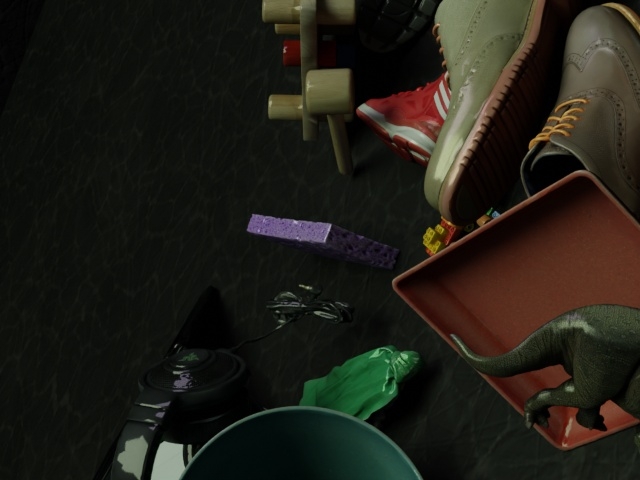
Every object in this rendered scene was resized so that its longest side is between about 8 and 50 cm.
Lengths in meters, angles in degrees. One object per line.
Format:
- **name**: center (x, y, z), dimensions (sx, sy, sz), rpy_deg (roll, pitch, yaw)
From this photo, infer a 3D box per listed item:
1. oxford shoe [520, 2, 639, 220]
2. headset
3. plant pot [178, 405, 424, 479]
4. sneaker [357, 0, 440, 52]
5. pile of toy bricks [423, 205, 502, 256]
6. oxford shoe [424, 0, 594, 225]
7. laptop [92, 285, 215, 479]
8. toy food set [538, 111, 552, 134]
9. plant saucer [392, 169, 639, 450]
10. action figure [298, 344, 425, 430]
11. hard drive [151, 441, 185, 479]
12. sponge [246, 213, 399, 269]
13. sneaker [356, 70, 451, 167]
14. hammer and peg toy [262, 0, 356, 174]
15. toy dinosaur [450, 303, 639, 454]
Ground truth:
- **oxford shoe**: center (0.280, -0.105, 1.252), dimensions (0.130, 0.132, 0.364), rpy_deg (-31, 48, 46)
- **headset**: center (-0.101, 0.220, 1.474), dimensions (0.185, 0.243, 0.394), rpy_deg (3, 50, 30)
- **plant pot**: center (-0.023, 0.355, 1.363), dimensions (0.195, 0.290, 0.290), rpy_deg (93, 180, -63)
- **sneaker**: center (0.135, -0.387, 1.708), dimensions (0.267, 0.101, 0.106), rpy_deg (-61, 9, 16)
- **pile of toy bricks**: center (0.171, -0.070, 1.428), dimensions (0.212, 0.105, 0.118), rpy_deg (-62, 32, 12)
- **oxford shoe**: center (0.189, -0.195, 1.370), dimensions (0.146, 0.140, 0.397), rpy_deg (15, 65, 27)
- **laptop**: center (-0.196, 0.339, 1.841), dimensions (0.382, 0.236, 0.408), rpy_deg (-58, 5, 17)
- **toy food set**: center (0.256, -0.104, 1.353), dimensions (0.020, 0.083, 0.083), rpy_deg (10, 88, 24)
- **plant saucer**: center (0.240, 0.065, 1.142), dimensions (0.258, 0.259, 0.048), rpy_deg (-34, 17, 44)
- **action figure**: center (0.049, 0.192, 1.503), dimensions (0.232, 0.063, 0.137), rpy_deg (-41, 39, 44)
- **hard drive**: center (-0.133, 0.388, 1.601), dimensions (0.203, 0.040, 0.307), rpy_deg (-35, 56, 28)
- **sponge**: center (0.000, 0.000, 1.640), dimensions (0.210, 0.117, 0.031), rpy_deg (10, 82, 58)
- **sneaker**: center (0.138, -0.171, 1.594), dimensions (0.128, 0.087, 0.221), rpy_deg (-48, 31, 0)
- **hammer and peg toy**: center (-0.015, -0.267, 1.694), dimensions (0.266, 0.127, 0.361), rpy_deg (89, -178, -52)
- **toy dinosaur**: center (0.276, 0.117, 1.074), dimensions (0.121, 0.313, 0.160), rpy_deg (-39, -27, -58)
